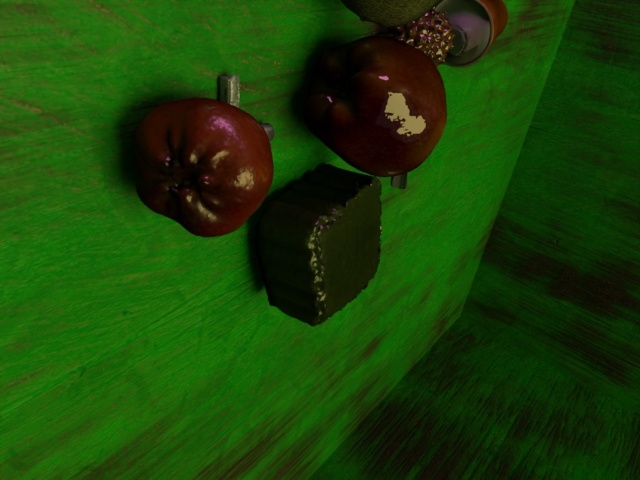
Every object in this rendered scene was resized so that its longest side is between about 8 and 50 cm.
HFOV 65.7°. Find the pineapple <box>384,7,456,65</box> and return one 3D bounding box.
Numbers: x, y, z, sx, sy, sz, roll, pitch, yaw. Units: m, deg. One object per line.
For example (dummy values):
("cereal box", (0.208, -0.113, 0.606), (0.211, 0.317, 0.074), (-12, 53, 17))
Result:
("pineapple", (0.227, -0.476, 1.191), (0.193, 0.166, 0.166), (-35, 142, -36))

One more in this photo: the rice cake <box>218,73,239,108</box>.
("rice cake", (-0.172, -0.205, 0.919), (0.033, 0.033, 0.207), (-27, 137, -44))

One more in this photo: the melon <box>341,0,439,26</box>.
("melon", (0.153, -0.554, 0.893), (0.249, 0.248, 0.329), (-15, 144, -53))

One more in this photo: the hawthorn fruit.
("hawthorn fruit", (-0.174, -0.126, 0.822), (0.261, 0.224, 0.223), (-47, 155, -65))

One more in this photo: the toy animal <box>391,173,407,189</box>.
("toy animal", (0.269, -0.308, 1.473), (0.206, 0.081, 0.366), (-28, 139, -61))

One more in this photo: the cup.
("cup", (0.411, -0.589, 1.401), (0.264, 0.182, 0.226), (-40, 179, -44))

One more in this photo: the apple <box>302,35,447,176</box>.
("apple", (0.125, -0.286, 1.080), (0.317, 0.288, 0.287), (10, 107, -47))

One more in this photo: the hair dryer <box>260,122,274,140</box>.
("hair dryer", (-0.135, -0.181, 1.004), (0.063, 0.037, 0.114), (-25, 142, -45))

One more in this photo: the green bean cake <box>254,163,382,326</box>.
("green bean cake", (0.000, 0.000, 1.216), (0.335, 0.218, 0.318), (-38, 137, -46))
